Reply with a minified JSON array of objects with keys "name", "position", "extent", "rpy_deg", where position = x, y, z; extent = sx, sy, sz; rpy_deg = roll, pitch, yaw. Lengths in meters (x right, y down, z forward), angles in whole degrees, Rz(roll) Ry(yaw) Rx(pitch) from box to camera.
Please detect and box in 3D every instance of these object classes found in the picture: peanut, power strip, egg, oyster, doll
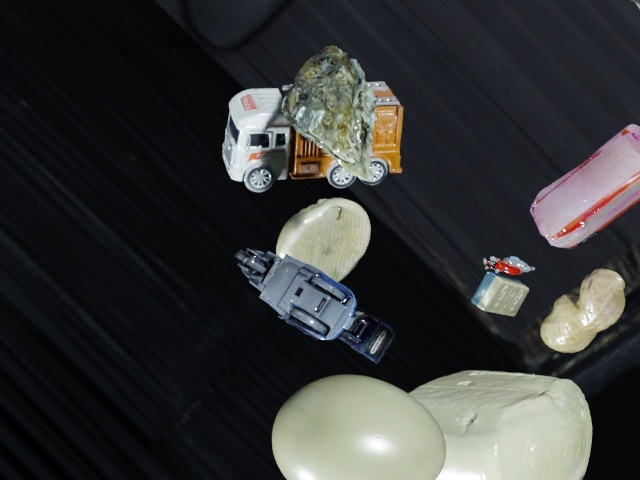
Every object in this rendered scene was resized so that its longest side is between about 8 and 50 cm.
[{"name":"peanut","position":[0.498,0.135,1.748],"extent":[0.085,0.104,0.228],"rpy_deg":[-35,168,-42]},{"name":"power strip","position":[0.285,0.086,1.456],"extent":[0.123,0.032,0.056],"rpy_deg":[14,108,-55]},{"name":"egg","position":[0.052,0.280,1.283],"extent":[0.186,0.241,0.186],"rpy_deg":[5,90,-76]},{"name":"oyster","position":[0.030,-0.237,1.740],"extent":[0.162,0.158,0.351],"rpy_deg":[-55,-142,30]},{"name":"doll","position":[0.417,0.056,2.048],"extent":[0.114,0.057,0.039],"rpy_deg":[5,-148,26]}]

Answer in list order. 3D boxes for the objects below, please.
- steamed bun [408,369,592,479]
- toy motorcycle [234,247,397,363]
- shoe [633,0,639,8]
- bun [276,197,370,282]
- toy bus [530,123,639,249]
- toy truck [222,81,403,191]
[{"name":"steamed bun","position":[0.389,0.463,2.061],"extent":[0.371,0.290,0.455],"rpy_deg":[-4,-176,42]},{"name":"toy motorcycle","position":[-0.028,0.121,1.927],"extent":[0.125,0.358,0.212],"rpy_deg":[-57,142,-4]},{"name":"shoe","position":[0.753,-0.455,1.842],"extent":[0.132,0.210,0.342],"rpy_deg":[-53,-143,12]},{"name":"bun","position":[0.000,0.000,2.143],"extent":[0.237,0.210,0.116],"rpy_deg":[-14,-152,-24]},{"name":"toy bus","position":[0.565,-0.103,1.894],"extent":[0.147,0.128,0.302],"rpy_deg":[-2,147,-50]},{"name":"toy truck","position":[-0.017,-0.242,2.042],"extent":[0.173,0.387,0.207],"rpy_deg":[-115,-155,-52]}]
